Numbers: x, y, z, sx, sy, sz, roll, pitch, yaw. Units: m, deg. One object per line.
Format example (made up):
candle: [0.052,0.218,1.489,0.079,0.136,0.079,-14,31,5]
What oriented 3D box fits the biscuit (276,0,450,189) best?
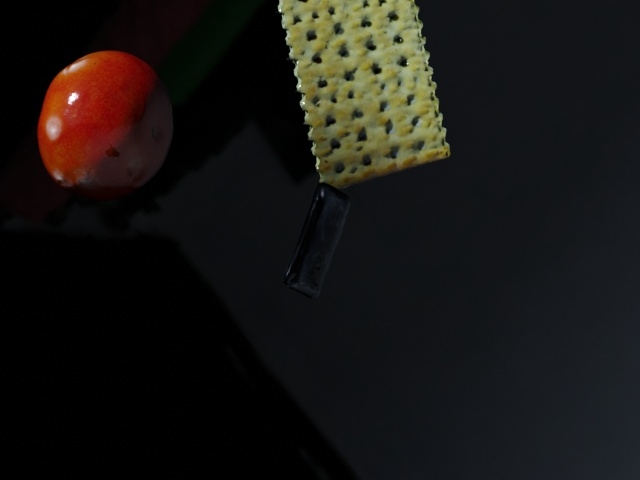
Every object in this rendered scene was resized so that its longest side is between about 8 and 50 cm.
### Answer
biscuit: [0.032,-0.170,1.144,0.139,0.231,0.016,-17,9,-21]

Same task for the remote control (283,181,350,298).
remote control: [0.000,0.000,1.076,0.014,0.039,0.096,1,67,55]

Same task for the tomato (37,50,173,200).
tomato: [-0.262,-0.142,1.604,0.195,0.136,0.195,7,-90,-73]
